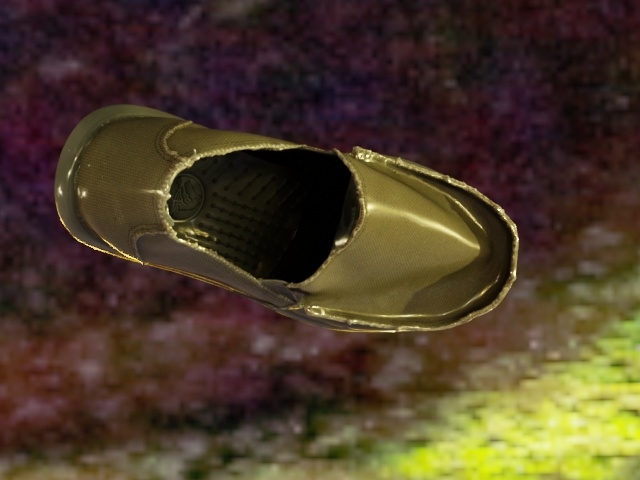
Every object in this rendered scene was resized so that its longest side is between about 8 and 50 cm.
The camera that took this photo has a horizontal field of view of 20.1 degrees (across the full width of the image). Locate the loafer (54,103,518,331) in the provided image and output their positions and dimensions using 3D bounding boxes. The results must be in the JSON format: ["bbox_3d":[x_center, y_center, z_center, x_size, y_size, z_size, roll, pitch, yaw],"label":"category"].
[{"bbox_3d":[0.000,0.000,0.854,0.251,0.094,0.087,10,-174,-32],"label":"loafer"}]
